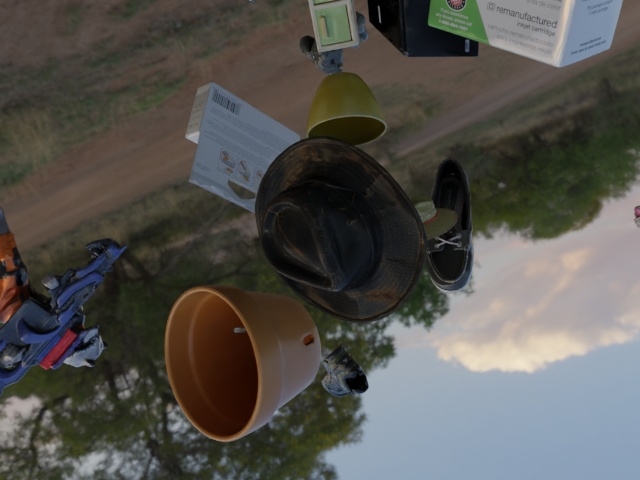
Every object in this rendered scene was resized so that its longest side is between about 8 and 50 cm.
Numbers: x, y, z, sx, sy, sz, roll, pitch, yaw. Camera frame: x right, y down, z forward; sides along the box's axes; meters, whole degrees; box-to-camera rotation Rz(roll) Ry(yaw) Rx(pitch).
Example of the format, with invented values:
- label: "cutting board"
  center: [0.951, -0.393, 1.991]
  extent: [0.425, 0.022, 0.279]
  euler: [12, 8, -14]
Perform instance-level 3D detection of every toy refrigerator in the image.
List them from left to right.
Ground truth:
- label: "toy refrigerator"
  center: [0.021, -0.594, 1.674]
  extent: [0.102, 0.269, 0.094]
  euler: [-8, -157, 9]

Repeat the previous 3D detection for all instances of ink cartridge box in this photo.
- label: "ink cartridge box"
  center: [-0.192, -0.199, 1.711]
  extent: [0.066, 0.261, 0.296]
  euler: [-10, 153, 44]
- label: "ink cartridge box"
  center: [0.245, -0.366, 0.799]
  extent: [0.117, 0.278, 0.201]
  euler: [-25, -138, -34]

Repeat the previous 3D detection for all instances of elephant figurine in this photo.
- label: "elephant figurine"
  center: [0.024, -0.566, 2.047]
  extent: [0.239, 0.186, 0.169]
  euler: [-54, 160, -27]

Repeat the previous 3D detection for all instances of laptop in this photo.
- label: "laptop"
  center: [0.213, -0.533, 1.526]
  extent: [0.137, 0.264, 0.234]
  euler: [-25, 141, -11]

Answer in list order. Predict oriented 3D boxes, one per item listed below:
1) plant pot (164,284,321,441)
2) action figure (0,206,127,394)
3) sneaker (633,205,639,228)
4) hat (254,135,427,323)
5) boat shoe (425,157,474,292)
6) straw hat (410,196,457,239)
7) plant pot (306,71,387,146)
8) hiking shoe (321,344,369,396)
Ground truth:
- label: "plant pot"
  center: [-0.138, 0.217, 1.377]
  extent: [0.204, 0.290, 0.291]
  euler: [-9, 173, -46]
- label: "action figure"
  center: [-0.491, 0.081, 1.245]
  extent: [0.341, 0.330, 0.178]
  euler: [-41, -172, -2]
- label: "sneaker"
  center: [0.753, -0.032, 1.581]
  extent: [0.111, 0.252, 0.103]
  euler: [12, 167, 4]
- label: "hat"
  center: [0.000, 0.000, 1.147]
  extent: [0.331, 0.331, 0.134]
  euler: [-20, -176, 33]
- label: "boat shoe"
  center: [0.282, -0.042, 1.572]
  extent: [0.112, 0.095, 0.335]
  euler: [-4, -130, 16]
- label: "straw hat"
  center: [0.203, -0.056, 1.451]
  extent: [0.145, 0.061, 0.144]
  euler: [-18, -156, 8]
- label: "plant pot"
  center: [0.039, -0.224, 1.183]
  extent: [0.134, 0.095, 0.134]
  euler: [-6, 166, -1]
- label: "hiking shoe"
  center: [0.066, 0.361, 1.800]
  extent: [0.086, 0.114, 0.226]
  euler: [-39, 151, -18]
